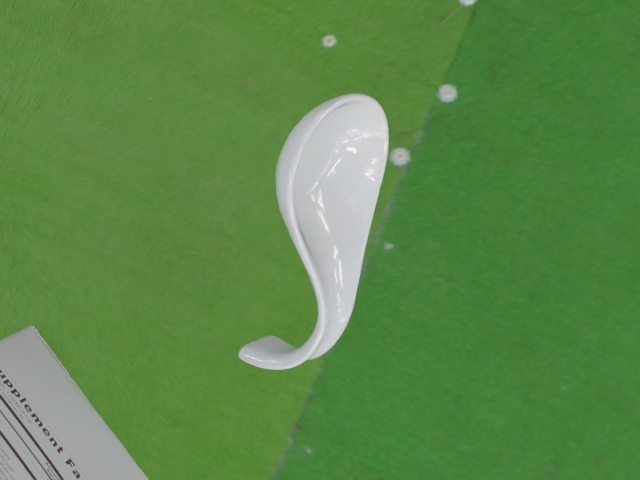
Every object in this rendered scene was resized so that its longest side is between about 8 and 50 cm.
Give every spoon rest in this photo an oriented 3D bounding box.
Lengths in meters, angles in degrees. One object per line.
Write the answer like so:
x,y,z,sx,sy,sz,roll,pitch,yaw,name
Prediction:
0.000,0.000,1.088,0.137,0.084,0.276,-19,131,-49,spoon rest

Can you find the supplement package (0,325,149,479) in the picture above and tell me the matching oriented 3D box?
-0.291,0.208,0.923,0.177,0.293,0.175,-37,89,14,supplement package
